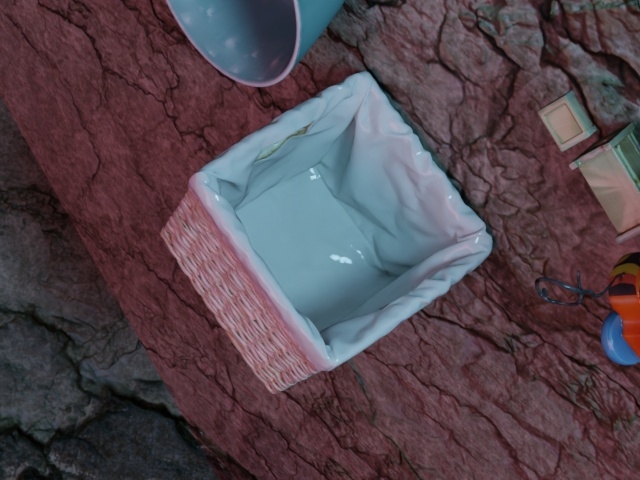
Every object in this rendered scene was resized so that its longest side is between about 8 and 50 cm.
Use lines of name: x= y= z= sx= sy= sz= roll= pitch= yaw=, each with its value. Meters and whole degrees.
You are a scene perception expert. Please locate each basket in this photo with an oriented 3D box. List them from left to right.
basket: x=0.000 y=0.000 z=2.052 sx=0.331 sy=0.328 sz=0.266 roll=54 pitch=154 yaw=4

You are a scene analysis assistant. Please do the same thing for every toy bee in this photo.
toy bee: x=0.414 y=0.075 z=1.726 sx=0.195 sy=0.162 sz=0.298 roll=11 pitch=153 yaw=40

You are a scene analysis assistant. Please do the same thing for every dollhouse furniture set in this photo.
dollhouse furniture set: x=0.377 y=-0.121 z=1.654 sx=0.161 sy=0.101 sz=0.182 roll=-30 pitch=93 yaw=35

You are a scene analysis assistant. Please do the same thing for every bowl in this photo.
bowl: x=-0.079 y=-0.384 z=1.953 sx=0.311 sy=0.163 sz=0.311 roll=35 pitch=144 yaw=31
